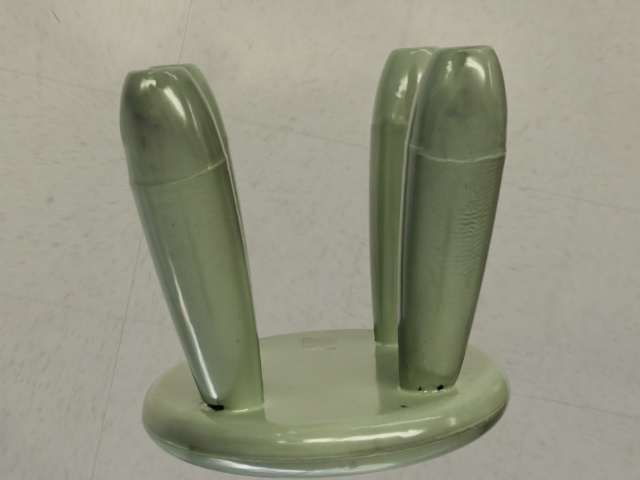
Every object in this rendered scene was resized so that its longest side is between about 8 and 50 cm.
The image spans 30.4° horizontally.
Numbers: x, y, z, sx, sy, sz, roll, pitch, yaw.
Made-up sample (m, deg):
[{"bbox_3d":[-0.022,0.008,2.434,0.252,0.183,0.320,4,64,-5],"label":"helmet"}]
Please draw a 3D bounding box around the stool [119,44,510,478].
[{"bbox_3d":[0.000,0.000,0.617,0.195,0.195,0.199,-3,98,-4],"label":"stool"}]
